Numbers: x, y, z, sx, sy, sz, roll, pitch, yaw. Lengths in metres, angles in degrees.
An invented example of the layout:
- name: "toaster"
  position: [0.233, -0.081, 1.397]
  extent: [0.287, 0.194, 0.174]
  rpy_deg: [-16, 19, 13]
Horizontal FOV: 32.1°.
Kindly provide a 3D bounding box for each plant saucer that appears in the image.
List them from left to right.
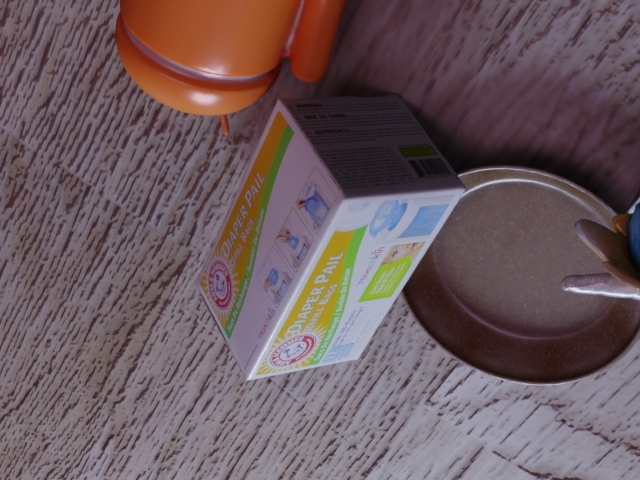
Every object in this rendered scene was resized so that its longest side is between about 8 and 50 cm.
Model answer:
- name: "plant saucer"
  position: [0.155, 0.023, 0.857]
  extent: [0.199, 0.036, 0.198]
  rpy_deg: [12, 125, 18]

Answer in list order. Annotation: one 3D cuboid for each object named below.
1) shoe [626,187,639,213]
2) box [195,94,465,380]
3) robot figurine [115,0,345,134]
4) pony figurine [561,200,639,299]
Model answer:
- name: "shoe"
  position: [0.282, -0.058, 0.724]
  extent: [0.081, 0.063, 0.178]
  rpy_deg: [37, 126, 3]
- name: "box"
  position: [0.000, 0.000, 0.844]
  extent: [0.103, 0.114, 0.203]
  rpy_deg: [58, 138, 32]
- name: "robot figurine"
  position: [-0.073, -0.180, 0.775]
  extent: [0.158, 0.128, 0.219]
  rpy_deg: [2, 133, -24]
- name: "pony figurine"
  position: [0.361, 0.070, 0.621]
  extent: [0.363, 0.302, 0.351]
  rpy_deg: [45, 139, -19]
